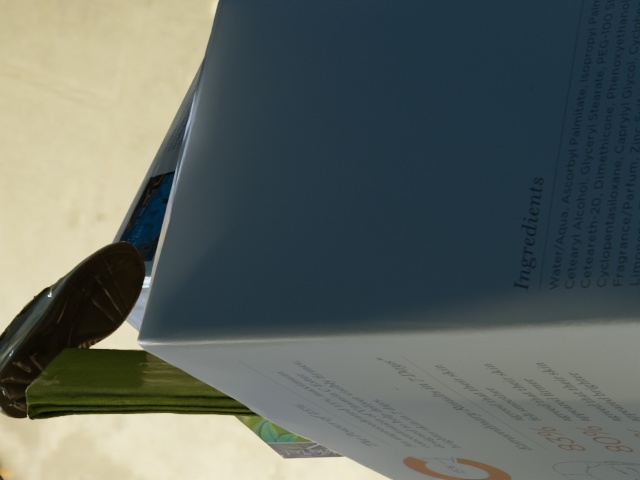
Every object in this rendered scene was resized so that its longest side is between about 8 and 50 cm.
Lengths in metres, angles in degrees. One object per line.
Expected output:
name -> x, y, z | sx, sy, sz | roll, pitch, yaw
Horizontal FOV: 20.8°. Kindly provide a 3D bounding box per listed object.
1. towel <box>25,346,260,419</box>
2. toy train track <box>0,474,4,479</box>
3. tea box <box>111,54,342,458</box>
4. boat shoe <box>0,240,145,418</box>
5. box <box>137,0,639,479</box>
towel -> -0.032, 0.078, 0.940 | 0.237, 0.102, 0.021 | 1, 99, 5
toy train track -> -0.325, 0.242, 1.761 | 0.083, 0.048, 0.014 | 44, 150, 49
tea box -> 0.000, 0.000, 1.761 | 0.220, 0.323, 0.329 | -7, 49, 42
boat shoe -> -0.157, 0.048, 1.030 | 0.045, 0.135, 0.050 | 1, 128, 43
box -> 0.134, -0.002, 0.704 | 0.345, 0.215, 0.168 | -4, 65, 37
